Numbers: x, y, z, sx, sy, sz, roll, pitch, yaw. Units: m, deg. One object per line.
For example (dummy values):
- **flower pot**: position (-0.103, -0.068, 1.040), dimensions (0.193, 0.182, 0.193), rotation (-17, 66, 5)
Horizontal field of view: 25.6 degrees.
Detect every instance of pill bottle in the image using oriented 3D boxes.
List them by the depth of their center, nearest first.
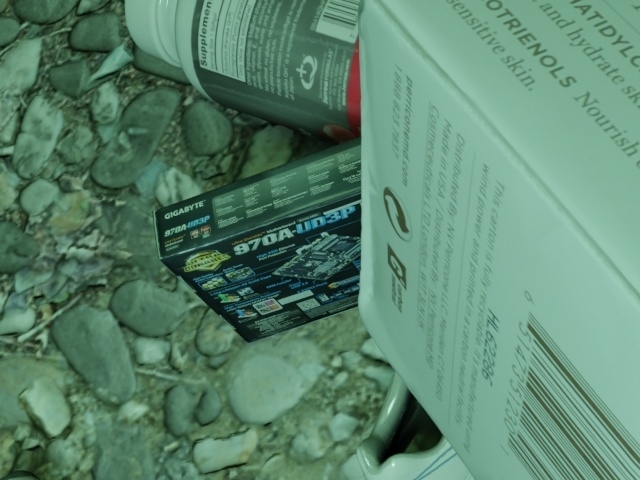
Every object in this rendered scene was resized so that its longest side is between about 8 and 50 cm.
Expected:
- **pill bottle**: position (-0.016, -0.187, 1.254), dimensions (0.318, 0.176, 0.176), rotation (22, 75, 31)

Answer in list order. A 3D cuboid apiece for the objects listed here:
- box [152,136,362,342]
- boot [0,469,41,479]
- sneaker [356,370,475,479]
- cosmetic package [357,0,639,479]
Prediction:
- **box**: position (0.000, 0.000, 1.149), dimensions (0.220, 0.175, 0.051), rotation (-19, 58, 14)
- **boot**: position (-0.244, 0.324, 1.142), dimensions (0.179, 0.085, 0.236), rotation (23, 74, 29)
- **sneaker**: position (0.127, 0.086, 1.077), dimensions (0.111, 0.129, 0.297), rotation (17, 71, 32)
- **cosmetic package**: position (0.269, -0.011, 0.876), dimensions (0.394, 0.329, 0.327), rotation (-23, 53, -18)
